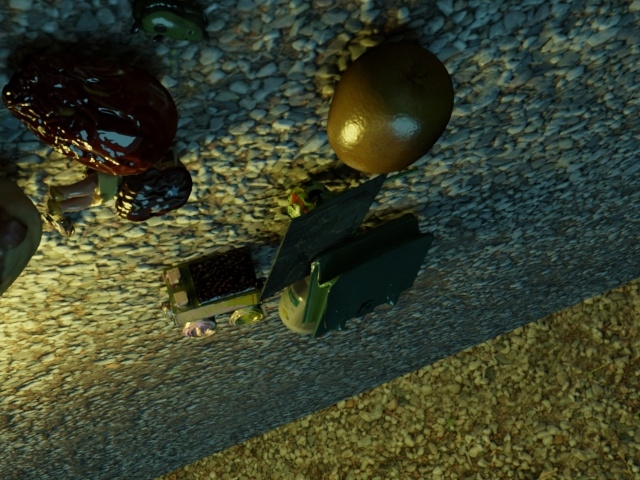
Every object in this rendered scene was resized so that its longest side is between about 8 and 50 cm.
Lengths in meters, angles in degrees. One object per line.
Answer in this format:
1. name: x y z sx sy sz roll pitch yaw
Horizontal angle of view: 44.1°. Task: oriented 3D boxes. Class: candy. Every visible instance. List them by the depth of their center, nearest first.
1. candy: 0.072 -0.110 1.632 0.305 0.091 0.083 -21 -169 -20

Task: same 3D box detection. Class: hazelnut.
1. hazelnut: -0.572 0.018 1.245 0.261 0.241 0.261 -22 -178 1

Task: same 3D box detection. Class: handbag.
1. handbag: -0.199 -0.298 1.067 0.111 0.047 0.072 5 148 -36
2. handbag: 0.111 0.086 1.847 0.326 0.089 0.238 -25 145 -31

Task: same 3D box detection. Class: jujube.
1. jujube: -0.319 -0.186 1.113 0.236 0.168 0.168 22 136 -33

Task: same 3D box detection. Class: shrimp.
1. shrimp: -0.476 -0.026 1.455 0.029 0.038 0.092 -61 154 -9

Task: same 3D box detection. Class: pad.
1. pad: 0.000 0.000 1.657 0.247 0.007 0.367 -27 161 -27

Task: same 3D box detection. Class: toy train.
1. toy train: -0.237 0.126 1.811 0.260 0.134 0.177 -14 155 -9

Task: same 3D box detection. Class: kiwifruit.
1. kiwifruit: 0.108 -0.209 1.292 0.196 0.196 0.234 -9 158 -19

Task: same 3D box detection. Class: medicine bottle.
1. medicine bottle: -0.016 0.129 1.959 0.135 0.135 0.215 -6 147 -25

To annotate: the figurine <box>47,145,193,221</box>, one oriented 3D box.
1. figurine: -0.332 -0.092 1.319 0.240 0.116 0.175 -3 151 -29
